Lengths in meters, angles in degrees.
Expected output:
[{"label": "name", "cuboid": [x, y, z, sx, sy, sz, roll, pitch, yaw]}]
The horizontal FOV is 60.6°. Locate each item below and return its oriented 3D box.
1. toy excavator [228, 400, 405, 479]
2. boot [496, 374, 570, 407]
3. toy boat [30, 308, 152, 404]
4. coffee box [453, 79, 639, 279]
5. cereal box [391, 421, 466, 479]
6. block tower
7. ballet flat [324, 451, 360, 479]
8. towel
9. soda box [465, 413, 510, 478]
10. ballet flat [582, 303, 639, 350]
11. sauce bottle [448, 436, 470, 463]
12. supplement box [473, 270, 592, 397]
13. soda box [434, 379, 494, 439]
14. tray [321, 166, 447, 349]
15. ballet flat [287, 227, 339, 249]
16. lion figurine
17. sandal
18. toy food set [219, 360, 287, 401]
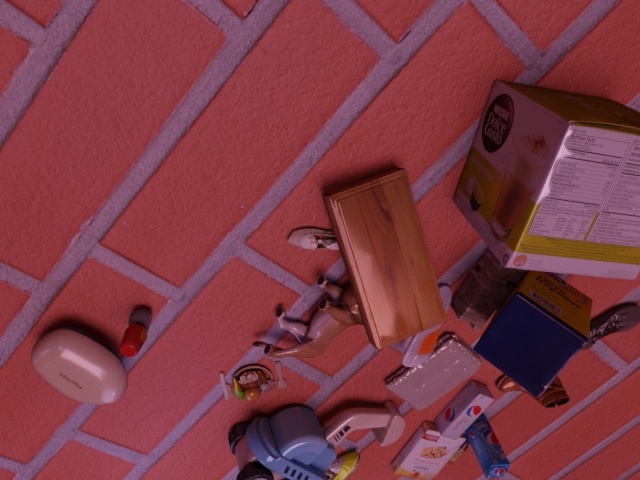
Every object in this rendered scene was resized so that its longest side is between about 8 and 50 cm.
[{"label": "toy excavator", "cuboid": [-0.001, 0.631, 1.726, 0.445, 0.222, 0.433, -47, 120, 8]}, {"label": "boot", "cuboid": [0.693, 0.489, 1.788, 0.197, 0.152, 0.073, -20, 123, 2]}, {"label": "toy boat", "cuboid": [-0.574, 0.296, 1.446, 0.318, 0.148, 0.267, -30, 117, 17]}, {"label": "coffee box", "cuboid": [0.561, -0.147, 1.262, 0.338, 0.338, 0.335, 6, 119, -13]}, {"label": "cereal box", "cuboid": [0.384, 0.755, 1.953, 0.172, 0.047, 0.240, 19, 116, -21]}, {"label": "block tower", "cuboid": [0.492, 0.097, 1.546, 0.097, 0.091, 0.336, 18, 115, -20]}, {"label": "ballet flat", "cuboid": [0.051, 0.812, 1.914, 0.077, 0.077, 0.231, 29, 115, -7]}, {"label": "towel", "cuboid": [0.360, 0.421, 1.746, 0.282, 0.049, 0.187, -40, 119, 15]}, {"label": "soda box", "cuboid": [0.557, 0.690, 1.850, 0.067, 0.210, 0.071, 2, 121, -12]}, {"label": "ballet flat", "cuboid": [0.917, 0.275, 1.765, 0.249, 0.058, 0.084, -30, 100, 1]}, {"label": "sauce bottle", "cuboid": [0.501, 0.752, 1.979, 0.042, 0.042, 0.128, 24, 114, -23]}, {"label": "supplement box", "cuboid": [0.577, 0.222, 1.464, 0.195, 0.356, 0.194, 37, 116, 16]}, {"label": "soda box", "cuboid": [0.483, 0.573, 1.849, 0.073, 0.069, 0.216, 23, 115, -23]}, {"label": "tray", "cuboid": [0.166, 0.047, 1.368, 0.202, 0.076, 0.411, -21, 103, -9]}, {"label": "ballet flat", "cuboid": [0.000, 0.000, 1.412, 0.168, 0.052, 0.057, -1, 121, -10]}, {"label": "lion figurine", "cuboid": [0.021, 0.234, 1.530, 0.392, 0.142, 0.240, -34, 136, 27]}, {"label": "sandal", "cuboid": [0.305, 0.246, 1.619, 0.102, 0.076, 0.265, 21, 95, -38]}, {"label": "toy food set", "cuboid": [-0.202, 0.431, 1.646, 0.191, 0.039, 0.133, -11, 122, -4]}]
